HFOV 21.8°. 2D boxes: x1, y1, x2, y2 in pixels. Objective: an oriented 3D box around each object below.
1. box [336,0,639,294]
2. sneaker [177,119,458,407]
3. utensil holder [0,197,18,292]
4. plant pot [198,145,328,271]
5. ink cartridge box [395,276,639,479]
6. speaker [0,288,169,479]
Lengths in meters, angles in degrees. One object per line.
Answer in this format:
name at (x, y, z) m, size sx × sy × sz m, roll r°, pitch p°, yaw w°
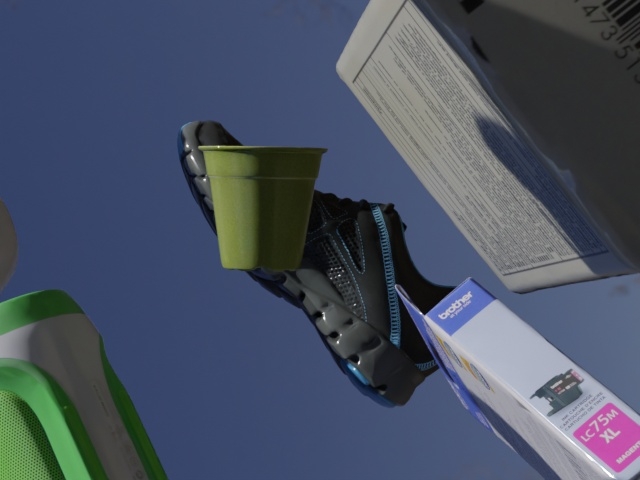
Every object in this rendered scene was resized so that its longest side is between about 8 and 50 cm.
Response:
box at (0.108, -0.073, 0.706) m, size 0.148 × 0.127 × 0.232 m, roll 52°, pitch 174°, yaw 0°
sneaker at (0.000, 0.000, 1.599) m, size 0.341 × 0.139 × 0.125 m, roll 47°, pitch 170°, yaw 6°
utensil holder at (-0.517, 0.074, 1.579) m, size 0.385 × 0.327 × 0.327 m, roll -55°, pitch -43°, yaw -37°
plant pot at (-0.037, -0.020, 1.062) m, size 0.083 × 0.083 × 0.079 m, roll -3°, pitch -86°, yaw -72°
ink cartridge box at (0.192, 0.148, 1.343) m, size 0.311 × 0.065 × 0.186 m, roll 38°, pitch 166°, yaw 47°
speaker at (-0.159, 0.187, 1.121) m, size 0.296 × 0.131 × 0.131 m, roll 63°, pitch -165°, yaw 12°
